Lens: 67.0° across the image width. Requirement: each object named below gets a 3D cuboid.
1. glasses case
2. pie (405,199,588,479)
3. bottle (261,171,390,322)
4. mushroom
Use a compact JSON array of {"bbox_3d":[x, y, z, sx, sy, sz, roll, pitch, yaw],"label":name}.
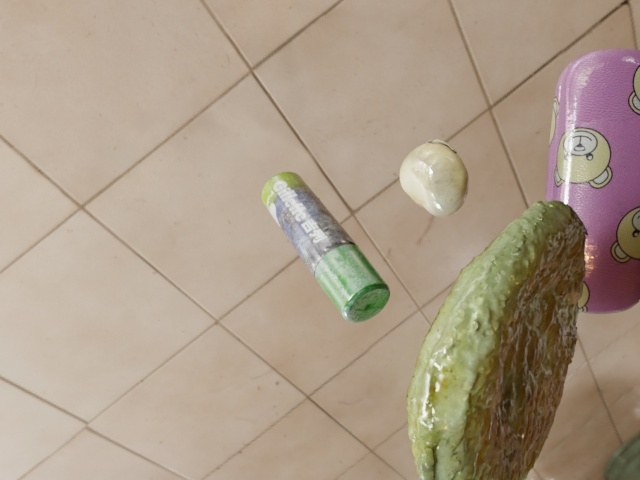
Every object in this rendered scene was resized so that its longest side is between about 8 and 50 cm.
[{"bbox_3d":[0.343,-0.067,0.586,0.124,0.076,0.315,2,97,4],"label":"glasses case"},{"bbox_3d":[0.179,0.110,0.455,0.323,0.071,0.322,-20,117,-46],"label":"pie"},{"bbox_3d":[0.000,0.000,0.853,0.093,0.330,0.093,-20,137,-20],"label":"bottle"},{"bbox_3d":[0.232,-0.122,0.956,0.123,0.154,0.154,-24,125,-26],"label":"mushroom"}]
